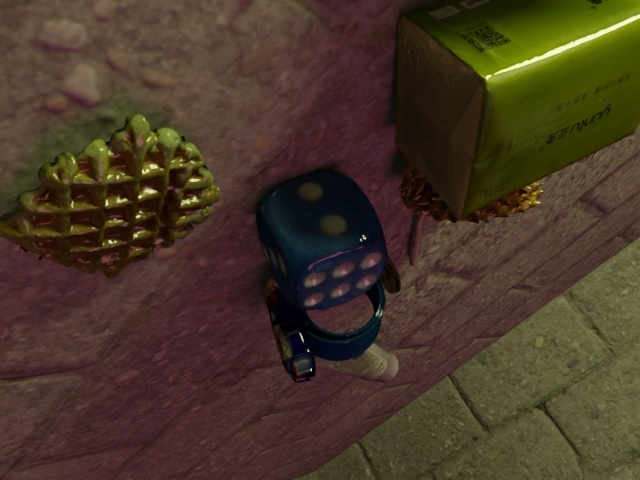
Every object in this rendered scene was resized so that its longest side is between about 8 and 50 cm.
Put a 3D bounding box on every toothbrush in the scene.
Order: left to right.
[{"bbox_3d":[0.179,-0.023,0.998,0.029,0.025,0.307,-19,151,-6],"label":"toothbrush"}]

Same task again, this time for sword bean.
[{"bbox_3d":[0.123,0.052,1.054,0.043,0.038,0.269,-56,153,-8],"label":"sword bean"}]

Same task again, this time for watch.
[{"bbox_3d":[0.013,0.123,0.898,0.200,0.196,0.171,-18,160,-10],"label":"watch"}]

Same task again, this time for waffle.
[{"bbox_3d":[-0.208,-0.034,0.559,0.208,0.054,0.214,-37,158,5],"label":"waffle"}]

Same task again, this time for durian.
[{"bbox_3d":[0.241,-0.120,0.808,0.260,0.153,0.187,-33,124,-31],"label":"durian"}]

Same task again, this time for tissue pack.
[{"bbox_3d":[0.244,-0.187,0.626,0.274,0.167,0.200,-24,144,-12],"label":"tissue pack"}]

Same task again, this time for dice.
[{"bbox_3d":[0.000,0.000,0.731,0.143,0.146,0.146,-20,147,-15],"label":"dice"}]

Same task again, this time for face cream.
[{"bbox_3d":[0.103,0.316,1.430,0.154,0.096,0.274,-39,139,19],"label":"face cream"}]
